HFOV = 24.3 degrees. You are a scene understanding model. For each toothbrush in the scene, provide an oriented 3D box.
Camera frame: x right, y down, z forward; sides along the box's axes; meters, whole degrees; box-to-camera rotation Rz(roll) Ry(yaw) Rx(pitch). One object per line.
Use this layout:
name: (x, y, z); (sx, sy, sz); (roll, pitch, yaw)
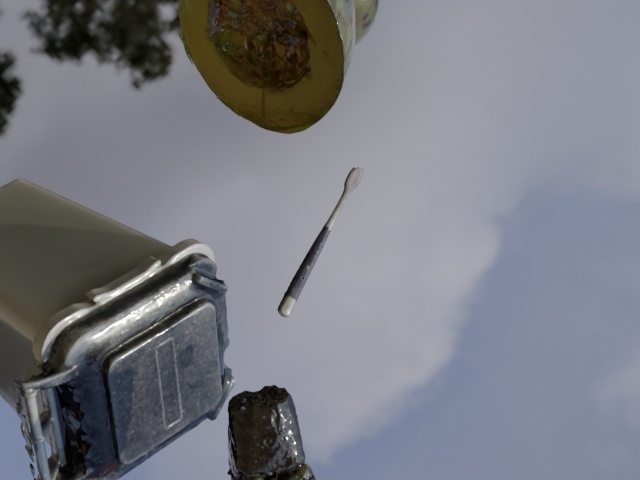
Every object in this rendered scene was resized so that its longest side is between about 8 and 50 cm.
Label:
toothbrush: (0.000, 0.000, 2.279); (0.288, 0.024, 0.026); (-63, -177, -29)

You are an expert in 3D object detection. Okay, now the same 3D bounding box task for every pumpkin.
pumpkin: (-0.040, -0.236, 1.569); (0.217, 0.217, 0.110); (-15, -157, 47)

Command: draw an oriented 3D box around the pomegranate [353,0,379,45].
pomegranate: (-0.054, -0.368, 2.049); (0.231, 0.286, 0.231); (-46, 177, -3)

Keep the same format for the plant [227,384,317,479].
plant: (-0.056, 0.226, 1.543); (0.094, 0.143, 0.092); (-14, -168, -18)

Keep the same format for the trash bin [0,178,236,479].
trash bin: (-0.317, 0.100, 1.764); (0.368, 0.255, 0.296); (30, -132, 35)
